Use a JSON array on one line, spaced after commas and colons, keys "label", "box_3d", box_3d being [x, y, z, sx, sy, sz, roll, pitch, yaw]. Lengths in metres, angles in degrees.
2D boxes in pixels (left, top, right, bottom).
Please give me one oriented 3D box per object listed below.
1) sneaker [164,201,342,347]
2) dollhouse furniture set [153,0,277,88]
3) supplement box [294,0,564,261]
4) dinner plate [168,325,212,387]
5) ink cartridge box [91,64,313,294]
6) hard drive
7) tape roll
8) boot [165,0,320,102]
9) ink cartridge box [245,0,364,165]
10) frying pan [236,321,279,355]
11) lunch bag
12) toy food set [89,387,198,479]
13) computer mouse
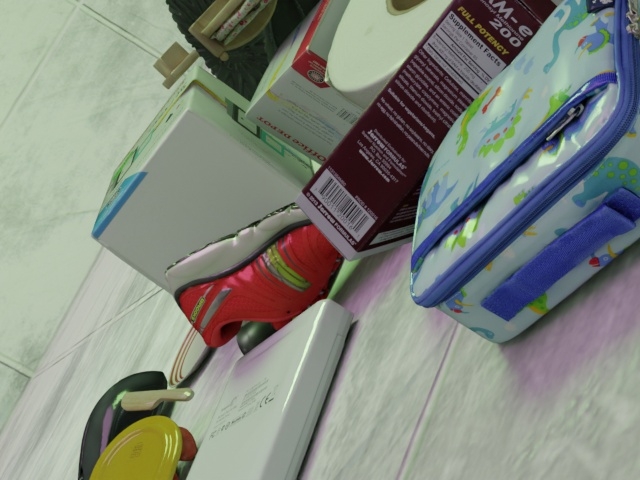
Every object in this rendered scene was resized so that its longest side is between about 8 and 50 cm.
[{"label": "sneaker", "box_3d": [-0.018, 0.025, 1.128, 0.279, 0.118, 0.107, -25, 2, 31]}, {"label": "dollhouse furniture set", "box_3d": [0.007, -0.300, 1.395, 0.355, 0.174, 0.303, -50, 10, -20]}, {"label": "supplement box", "box_3d": [0.098, -0.097, 0.916, 0.239, 0.073, 0.130, -50, -18, 27]}, {"label": "dinner plate", "box_3d": [-0.154, 0.130, 1.522, 0.141, 0.017, 0.141, -53, 14, 20]}, {"label": "ink cartridge box", "box_3d": [-0.141, -0.066, 1.489, 0.198, 0.197, 0.270, -51, 15, 12]}, {"label": "hard drive", "box_3d": [-0.076, 0.215, 1.037, 0.203, 0.040, 0.308, -39, 24, 53]}, {"label": "tape roll", "box_3d": [0.154, -0.281, 1.140, 0.392, 0.072, 0.392, -46, 22, 24]}, {"label": "boot", "box_3d": [-0.053, -0.439, 1.761, 0.367, 0.146, 0.445, 67, -142, -49]}, {"label": "ink cartridge box", "box_3d": [0.018, -0.191, 1.371, 0.176, 0.128, 0.127, -35, 27, 56]}, {"label": "frying pan", "box_3d": [-0.010, 0.025, 1.206, 0.326, 0.053, 0.197, -38, 27, 59]}, {"label": "lunch bag", "box_3d": [0.145, -0.047, 0.741, 0.219, 0.090, 0.176, -47, 22, 42]}, {"label": "toy food set", "box_3d": [-0.184, 0.264, 1.271, 0.128, 0.071, 0.218, -16, 41, 34]}, {"label": "computer mouse", "box_3d": [-0.270, 0.274, 1.475, 0.188, 0.072, 0.272, -41, 26, 54]}]
